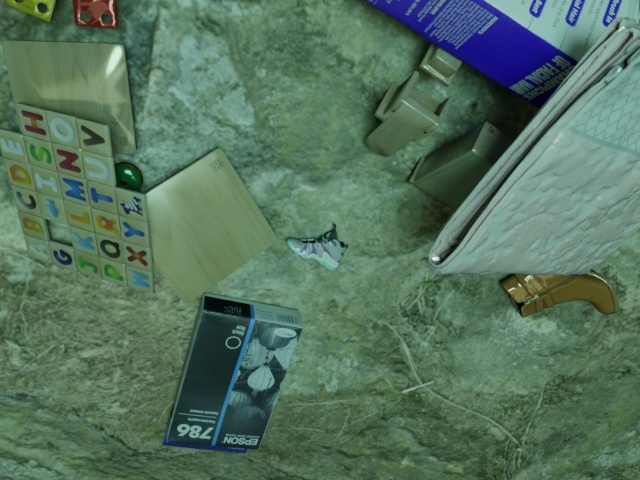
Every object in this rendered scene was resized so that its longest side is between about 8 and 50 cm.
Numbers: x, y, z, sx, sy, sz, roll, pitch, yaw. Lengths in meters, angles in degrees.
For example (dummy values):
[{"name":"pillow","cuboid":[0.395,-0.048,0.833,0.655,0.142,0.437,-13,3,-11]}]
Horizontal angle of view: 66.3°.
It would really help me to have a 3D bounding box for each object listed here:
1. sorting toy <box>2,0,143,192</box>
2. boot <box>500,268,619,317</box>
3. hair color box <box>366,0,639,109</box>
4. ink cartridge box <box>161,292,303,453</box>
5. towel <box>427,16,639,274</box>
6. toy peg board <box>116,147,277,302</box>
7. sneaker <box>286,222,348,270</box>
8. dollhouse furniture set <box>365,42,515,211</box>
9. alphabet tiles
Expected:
[{"name":"sorting toy","cuboid":[-0.303,-0.187,0.609,0.133,0.046,0.274,-3,115,-11]},{"name":"boot","cuboid":[0.427,0.095,0.880,0.152,0.073,0.197,-40,103,6]},{"name":"hair color box","cuboid":[0.223,-0.300,0.568,0.339,0.110,0.185,27,77,-9]},{"name":"ink cartridge box","cuboid":[-0.157,0.255,0.832,0.166,0.065,0.332,12,112,-17]},{"name":"towel","cuboid":[0.332,-0.066,0.588,0.332,0.053,0.317,4,135,-33]},{"name":"toy peg board","cuboid":[-0.177,-0.027,0.703,0.161,0.079,0.161,-36,117,-12]},{"name":"sneaker","cuboid":[0.000,0.000,0.766,0.098,0.038,0.069,24,106,-31]},{"name":"dollhouse furniture set","cuboid":[0.269,-0.230,0.717,0.303,0.174,0.355,31,76,-10]},{"name":"alphabet tiles","cuboid":[-0.307,-0.048,0.620,0.198,0.009,0.237,15,126,9]}]
